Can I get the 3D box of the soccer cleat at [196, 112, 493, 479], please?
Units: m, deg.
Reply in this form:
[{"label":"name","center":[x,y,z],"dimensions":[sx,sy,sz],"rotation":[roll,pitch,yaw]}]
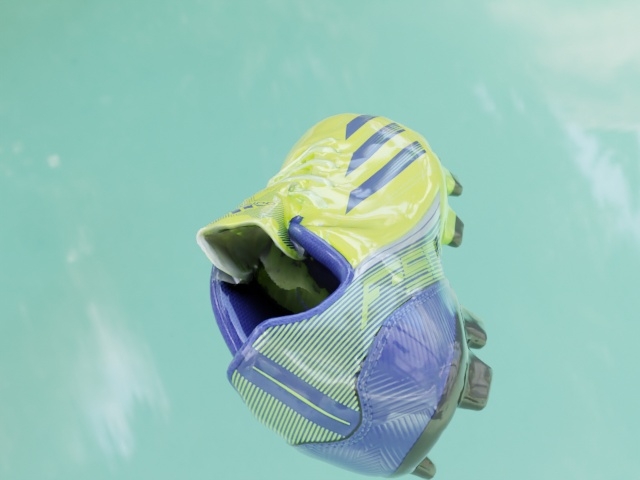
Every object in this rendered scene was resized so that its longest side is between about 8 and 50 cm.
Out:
[{"label":"soccer cleat","center":[0.001,-0.001,0.745],"dimensions":[0.121,0.093,0.289],"rotation":[25,22,-17]}]
